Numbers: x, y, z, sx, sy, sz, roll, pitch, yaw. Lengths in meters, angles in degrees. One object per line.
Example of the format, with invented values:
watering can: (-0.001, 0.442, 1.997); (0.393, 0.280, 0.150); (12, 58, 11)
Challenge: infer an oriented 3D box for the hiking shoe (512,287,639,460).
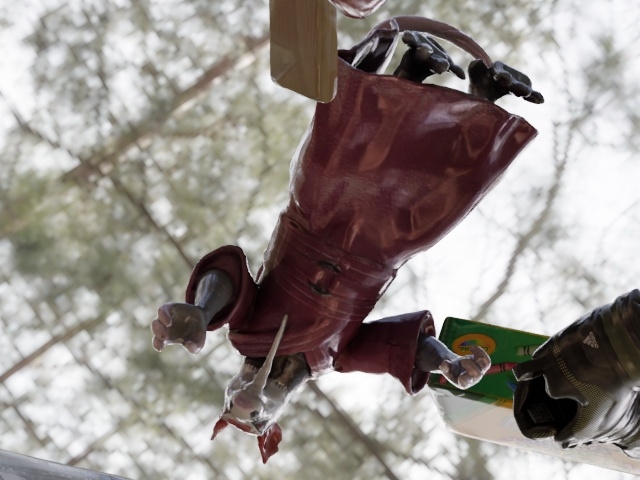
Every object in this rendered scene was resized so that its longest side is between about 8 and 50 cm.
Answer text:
hiking shoe: (0.190, 0.104, 1.153); (0.227, 0.114, 0.086); (61, 13, -60)

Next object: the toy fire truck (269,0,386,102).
toy fire truck: (-0.011, -0.162, 0.772); (0.246, 0.158, 0.217); (38, 10, -46)

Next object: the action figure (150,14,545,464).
action figure: (0.000, 0.000, 1.276); (0.248, 0.370, 0.276); (25, 17, -21)

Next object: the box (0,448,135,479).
box: (-0.284, 0.254, 1.462); (0.307, 0.077, 0.242); (18, 5, -24)

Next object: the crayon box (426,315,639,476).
crayon box: (0.259, 0.166, 1.675); (0.278, 0.081, 0.165); (11, -20, 17)
